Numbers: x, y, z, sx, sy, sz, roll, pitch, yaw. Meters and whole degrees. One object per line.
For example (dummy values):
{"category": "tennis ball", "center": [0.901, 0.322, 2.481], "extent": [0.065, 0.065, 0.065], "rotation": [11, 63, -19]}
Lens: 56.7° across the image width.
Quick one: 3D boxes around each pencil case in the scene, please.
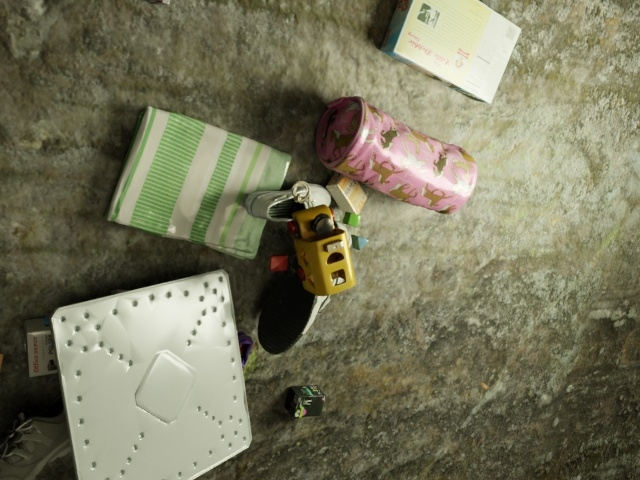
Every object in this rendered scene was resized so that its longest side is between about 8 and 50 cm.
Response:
{"category": "pencil case", "center": [0.173, -0.185, 1.319], "extent": [0.386, 0.167, 0.160], "rotation": [16, 122, -35]}

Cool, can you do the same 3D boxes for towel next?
{"category": "towel", "center": [-0.234, -0.106, 1.187], "extent": [0.324, 0.038, 0.248], "rotation": [16, 99, -34]}

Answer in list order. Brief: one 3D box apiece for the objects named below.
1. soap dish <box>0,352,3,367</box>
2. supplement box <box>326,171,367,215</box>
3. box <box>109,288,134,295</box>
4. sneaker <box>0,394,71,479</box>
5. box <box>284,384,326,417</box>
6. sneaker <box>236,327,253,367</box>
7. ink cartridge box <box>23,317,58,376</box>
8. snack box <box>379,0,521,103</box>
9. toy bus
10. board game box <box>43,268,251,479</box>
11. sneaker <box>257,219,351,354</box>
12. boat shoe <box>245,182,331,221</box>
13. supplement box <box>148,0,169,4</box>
{"category": "soap dish", "center": [-0.704, 0.308, 1.029], "extent": [0.229, 0.118, 0.291], "rotation": [10, 103, -33]}
{"category": "supplement box", "center": [0.061, -0.109, 1.342], "extent": [0.098, 0.036, 0.062], "rotation": [54, 50, -34]}
{"category": "box", "center": [-0.383, 0.258, 1.152], "extent": [0.067, 0.063, 0.324], "rotation": [8, 80, -33]}
{"category": "sneaker", "center": [-0.562, 0.382, 1.104], "extent": [0.281, 0.105, 0.115], "rotation": [-35, 114, -67]}
{"category": "box", "center": [-0.038, 0.404, 1.492], "extent": [0.083, 0.052, 0.062], "rotation": [7, 107, -33]}
{"category": "sneaker", "center": [-0.206, 0.280, 1.335], "extent": [0.068, 0.071, 0.170], "rotation": [22, 98, -34]}
{"category": "ink cartridge box", "center": [-0.494, 0.199, 1.144], "extent": [0.135, 0.056, 0.099], "rotation": [-5, 112, -29]}
{"category": "snack box", "center": [0.301, -0.455, 1.344], "extent": [0.322, 0.060, 0.187], "rotation": [16, 100, -34]}
{"category": "toy bus", "center": [0.007, 0.010, 1.182], "extent": [0.202, 0.104, 0.191], "rotation": [31, 85, -27]}
{"category": "board game box", "center": [-0.309, 0.279, 1.137], "extent": [0.390, 0.050, 0.390], "rotation": [-13, 96, -51]}
{"category": "sneaker", "center": [-0.018, 0.113, 1.339], "extent": [0.331, 0.122, 0.146], "rotation": [-60, 151, 3]}
{"category": "boat shoe", "center": [-0.051, -0.069, 1.259], "extent": [0.226, 0.076, 0.083], "rotation": [-13, 120, -41]}
{"category": "supplement box", "center": [-0.352, -0.480, 0.949], "extent": [0.239, 0.073, 0.130], "rotation": [10, 103, -33]}
